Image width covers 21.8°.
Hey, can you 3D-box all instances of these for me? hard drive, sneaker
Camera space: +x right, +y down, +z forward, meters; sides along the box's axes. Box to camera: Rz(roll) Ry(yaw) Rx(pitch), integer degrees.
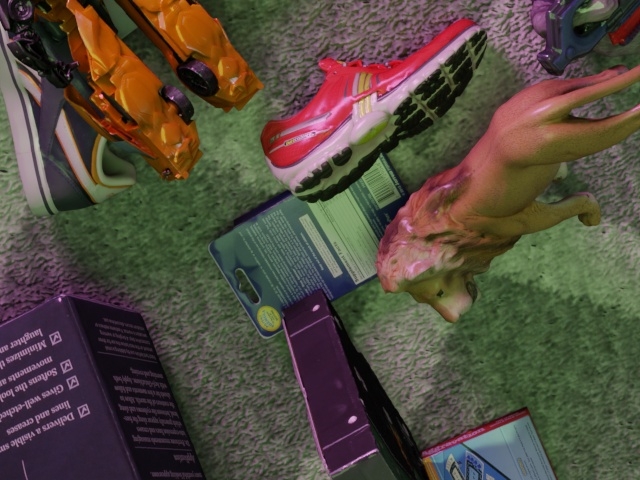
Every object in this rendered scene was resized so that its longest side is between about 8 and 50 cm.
[{"bbox_3d":[0.056,0.226,1.761,0.064,0.339,0.237,-30,118,4],"label":"hard drive"},{"bbox_3d":[-0.276,-0.186,1.746,0.127,0.126,0.321,-11,116,3],"label":"sneaker"},{"bbox_3d":[0.053,-0.163,1.789,0.279,0.107,0.118,-36,68,-6],"label":"sneaker"}]

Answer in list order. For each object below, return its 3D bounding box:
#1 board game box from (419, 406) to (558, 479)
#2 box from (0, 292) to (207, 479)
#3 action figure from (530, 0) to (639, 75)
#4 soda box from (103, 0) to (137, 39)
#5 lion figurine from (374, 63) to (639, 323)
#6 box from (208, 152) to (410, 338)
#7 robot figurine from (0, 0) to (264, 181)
[{"bbox_3d":[0.232,0.349,1.990,0.145,0.027,0.281,-23,107,2],"label":"board game box"},{"bbox_3d":[-0.280,0.299,1.743,0.293,0.212,0.395,-26,76,11],"label":"box"},{"bbox_3d":[0.280,-0.345,1.750,0.341,0.178,0.330,-39,115,-20],"label":"action figure"},{"bbox_3d":[-0.153,-0.300,1.747,0.216,0.069,0.074,-35,107,7],"label":"soda box"},{"bbox_3d":[0.207,-0.078,1.719,0.240,0.142,0.392,-12,147,-27],"label":"lion figurine"},{"bbox_3d":[0.000,0.000,1.864,0.225,0.036,0.136,-30,106,3],"label":"box"},{"bbox_3d":[-0.201,-0.207,1.666,0.291,0.085,0.211,48,65,-21],"label":"robot figurine"}]
